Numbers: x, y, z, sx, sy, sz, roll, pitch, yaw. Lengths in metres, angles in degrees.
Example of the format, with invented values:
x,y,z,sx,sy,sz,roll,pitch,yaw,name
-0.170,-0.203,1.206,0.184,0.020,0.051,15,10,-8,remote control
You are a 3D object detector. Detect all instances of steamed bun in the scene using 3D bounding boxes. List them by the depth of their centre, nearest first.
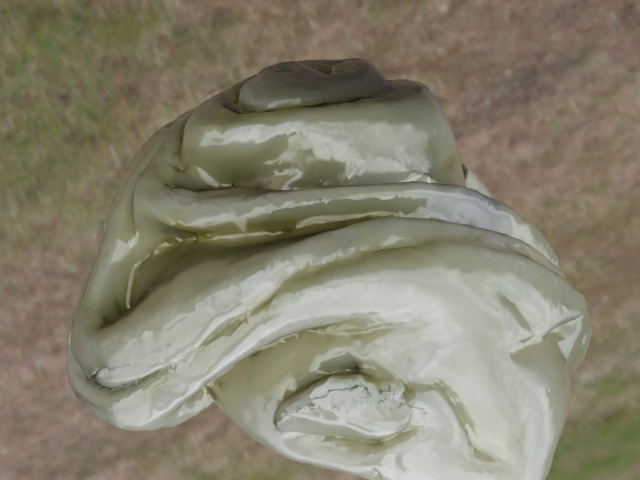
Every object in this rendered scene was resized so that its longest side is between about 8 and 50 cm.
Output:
x,y,z,sx,sy,sz,roll,pitch,yaw,name
0.000,0.000,0.969,0.346,0.394,0.237,3,105,-48,steamed bun
